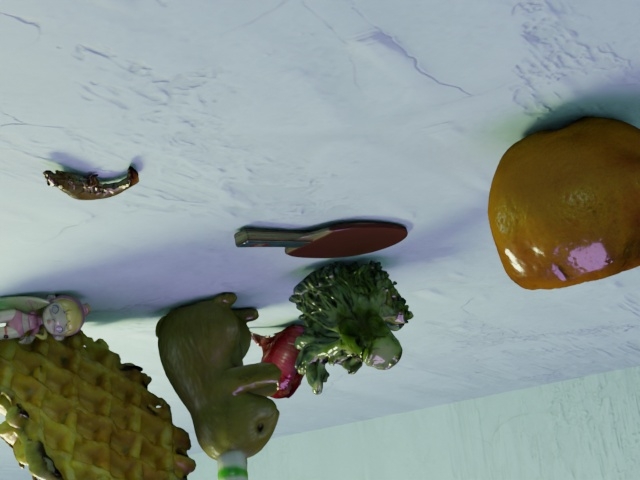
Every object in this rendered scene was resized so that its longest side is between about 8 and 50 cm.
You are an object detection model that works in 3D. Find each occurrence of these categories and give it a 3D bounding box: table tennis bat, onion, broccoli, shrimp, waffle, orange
[{"bbox_3d":[0.000,0.000,1.909,0.274,0.021,0.154,2,162,-37],"label":"table tennis bat"},{"bbox_3d":[-0.085,0.204,2.460,0.140,0.150,0.150,24,162,-1],"label":"onion"},{"bbox_3d":[0.031,0.144,2.037,0.199,0.177,0.275,-35,-162,17],"label":"broccoli"},{"bbox_3d":[-0.256,-0.068,1.521,0.091,0.025,0.127,-15,167,25],"label":"shrimp"},{"bbox_3d":[-0.364,0.273,2.096,0.095,0.379,0.382,-43,161,18],"label":"waffle"},{"bbox_3d":[0.314,-0.051,1.588,0.249,0.183,0.249,-16,-178,1],"label":"orange"}]

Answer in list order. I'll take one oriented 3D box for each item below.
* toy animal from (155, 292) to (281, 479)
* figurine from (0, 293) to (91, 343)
[{"bbox_3d":[-0.137,0.264,2.216,0.180,0.362,0.181,-23,169,-2],"label":"toy animal"},{"bbox_3d":[-0.433,0.116,2.028,0.187,0.083,0.083,-10,166,-17],"label":"figurine"}]
